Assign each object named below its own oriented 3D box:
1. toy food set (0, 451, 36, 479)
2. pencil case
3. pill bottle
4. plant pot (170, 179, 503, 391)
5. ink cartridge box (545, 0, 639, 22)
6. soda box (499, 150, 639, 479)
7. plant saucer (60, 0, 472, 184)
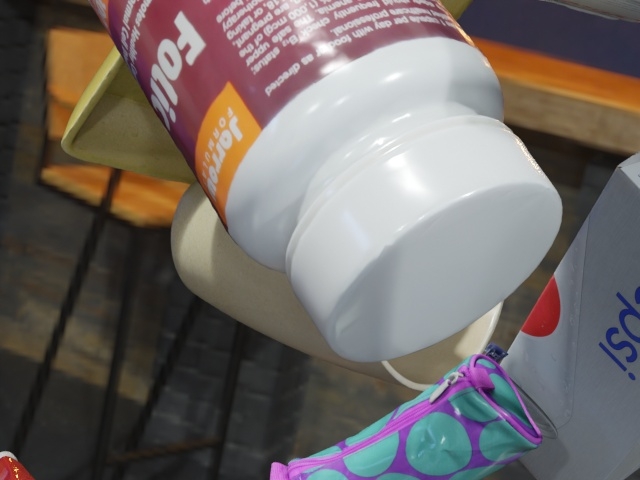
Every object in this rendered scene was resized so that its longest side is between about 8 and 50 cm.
[{"bbox_3d":[-0.298,0.245,1.234,0.232,0.111,0.104,32,2,-36],"label":"toy food set"},{"bbox_3d":[0.050,0.123,0.821,0.070,0.152,0.064,45,24,-27],"label":"pencil case"},{"bbox_3d":[-0.007,-0.117,1.055,0.224,0.224,0.392,-2,48,-43],"label":"pill bottle"},{"bbox_3d":[0.000,0.000,1.351,0.274,0.256,0.256,4,7,38],"label":"plant pot"},{"bbox_3d":[0.256,-0.215,0.950,0.223,0.129,0.307,7,7,-35],"label":"ink cartridge box"},{"bbox_3d":[0.180,0.049,0.793,0.091,0.286,0.098,-32,70,-25],"label":"soda box"},{"bbox_3d":[-0.053,-0.198,1.382,0.333,0.333,0.081,13,35,-44],"label":"plant saucer"}]
